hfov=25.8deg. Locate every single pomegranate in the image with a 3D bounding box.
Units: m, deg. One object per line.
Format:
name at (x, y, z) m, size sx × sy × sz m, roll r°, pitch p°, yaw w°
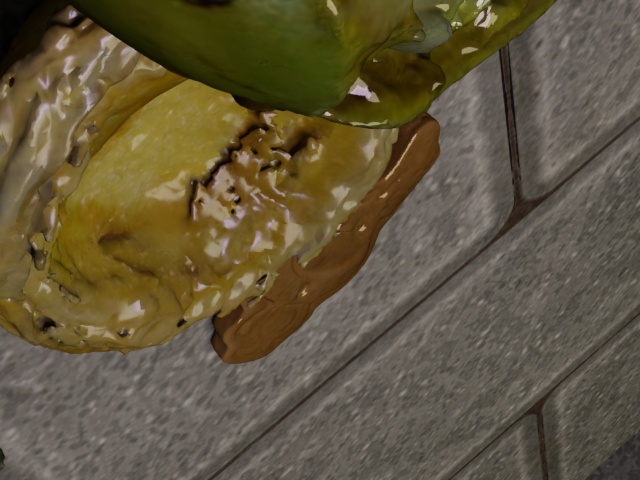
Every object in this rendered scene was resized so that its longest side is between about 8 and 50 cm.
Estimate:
pomegranate at (-0.013, -0.226, 0.514) m, size 0.310 × 0.216 × 0.359 m, roll -9°, pitch 107°, yaw -56°

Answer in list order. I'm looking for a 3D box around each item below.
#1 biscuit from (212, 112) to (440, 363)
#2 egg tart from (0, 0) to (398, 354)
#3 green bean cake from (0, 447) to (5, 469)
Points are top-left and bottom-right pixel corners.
biscuit at (-0.003, 0.001, 1.030) m, size 0.144 × 0.040 × 0.236 m, roll 5°, pitch 124°, yaw -50°
egg tart at (-0.082, -0.058, 0.734) m, size 0.288 × 0.118 × 0.288 m, roll -34°, pitch 155°, yaw -19°
green bean cake at (-0.278, 0.127, 0.752) m, size 0.173 × 0.094 × 0.181 m, roll -39°, pitch 152°, yaw -9°
